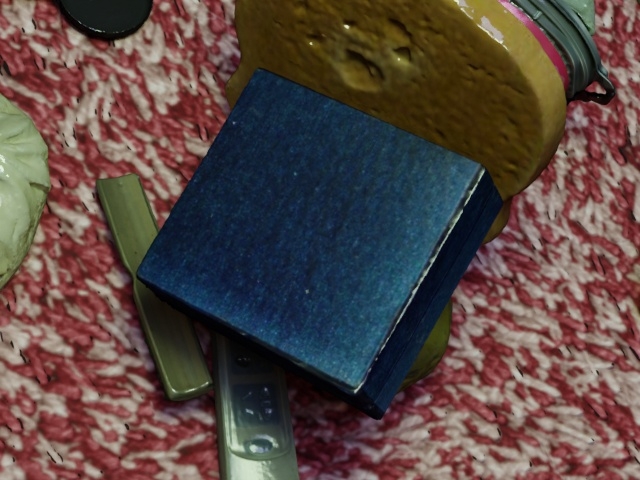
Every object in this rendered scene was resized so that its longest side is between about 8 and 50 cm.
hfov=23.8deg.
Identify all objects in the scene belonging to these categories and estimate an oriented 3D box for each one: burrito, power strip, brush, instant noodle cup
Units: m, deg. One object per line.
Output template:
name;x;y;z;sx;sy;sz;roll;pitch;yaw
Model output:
burrito;0.316;-0.308;1.952;0.074;0.044;0.118;5;64;-11
power strip;-0.076;0.150;1.644;0.080;0.048;0.286;0;66;-16
brush;-0.184;0.050;1.660;0.054;0.048;0.282;-11;63;-22
instant noodle cup;0.171;-0.195;1.769;0.302;0.258;0.181;35;77;15

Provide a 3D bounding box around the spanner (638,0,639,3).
spanner;0.471;-0.240;1.976;0.093;0.026;0.325;-16;71;-22

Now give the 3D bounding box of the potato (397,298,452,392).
potato;0.050;0.058;1.659;0.197;0.148;0.228;-38;69;3

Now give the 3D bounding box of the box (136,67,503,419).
box;0.000;0.000;1.549;0.279;0.116;0.261;26;78;26

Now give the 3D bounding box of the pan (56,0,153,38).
pan;-0.300;-0.293;1.777;0.212;0.040;0.115;5;66;-21

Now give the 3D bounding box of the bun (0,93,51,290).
bun;-0.405;-0.059;1.583;0.259;0.160;0.259;4;66;-10

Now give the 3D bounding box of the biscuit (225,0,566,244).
biscuit;0.076;-0.164;1.644;0.385;0.365;0.062;30;51;13
